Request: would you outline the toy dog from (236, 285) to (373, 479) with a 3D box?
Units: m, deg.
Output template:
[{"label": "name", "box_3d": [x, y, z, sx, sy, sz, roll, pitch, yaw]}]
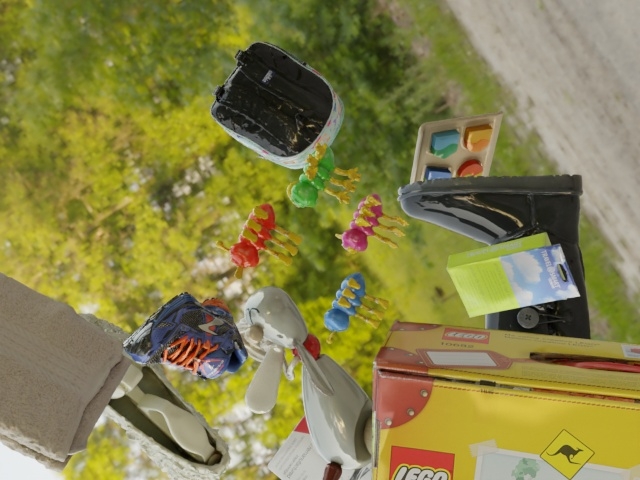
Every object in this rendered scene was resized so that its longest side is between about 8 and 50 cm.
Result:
[{"label": "toy dog", "box_3d": [-0.019, 0.240, 1.401, 0.334, 0.161, 0.220, 40, 142, -2]}]

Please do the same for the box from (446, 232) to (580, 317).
[{"label": "box", "box_3d": [0.296, 0.053, 1.464, 0.109, 0.178, 0.042, 61, -151, -28]}]

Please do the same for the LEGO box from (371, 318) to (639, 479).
[{"label": "LEGO box", "box_3d": [0.304, 0.310, 1.048, 0.193, 0.500, 0.372, -40, -45, -74]}]

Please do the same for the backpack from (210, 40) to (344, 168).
[{"label": "backpack", "box_3d": [-0.080, -0.280, 2.072, 0.253, 0.225, 0.191, 32, 178, 21]}]

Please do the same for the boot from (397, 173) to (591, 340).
[{"label": "boot", "box_3d": [0.333, 0.102, 1.851, 0.146, 0.367, 0.445, 13, -104, -76]}]

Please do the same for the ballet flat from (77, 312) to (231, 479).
[{"label": "ballet flat", "box_3d": [-0.303, 0.269, 1.654, 0.409, 0.147, 0.147, 44, 180, -10]}]

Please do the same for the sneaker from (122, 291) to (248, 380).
[{"label": "sneaker", "box_3d": [-0.139, 0.113, 1.069, 0.087, 0.083, 0.221, 49, -165, 15]}]

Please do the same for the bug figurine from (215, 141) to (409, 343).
[{"label": "bug figurine", "box_3d": [0.000, 0.000, 1.272, 0.279, 0.216, 0.072, 39, 166, -37]}]

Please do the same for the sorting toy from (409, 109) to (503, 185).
[{"label": "sorting toy", "box_3d": [0.287, -0.174, 2.009, 0.038, 0.208, 0.193, -124, 29, -42]}]

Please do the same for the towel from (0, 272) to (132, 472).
[{"label": "towel", "box_3d": [-0.361, 0.124, 1.055, 0.282, 0.049, 0.187, 28, -143, -6]}]

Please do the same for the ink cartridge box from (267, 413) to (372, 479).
[{"label": "ink cartridge box", "box_3d": [0.072, 0.426, 1.789, 0.273, 0.197, 0.114, 37, -166, 11]}]
